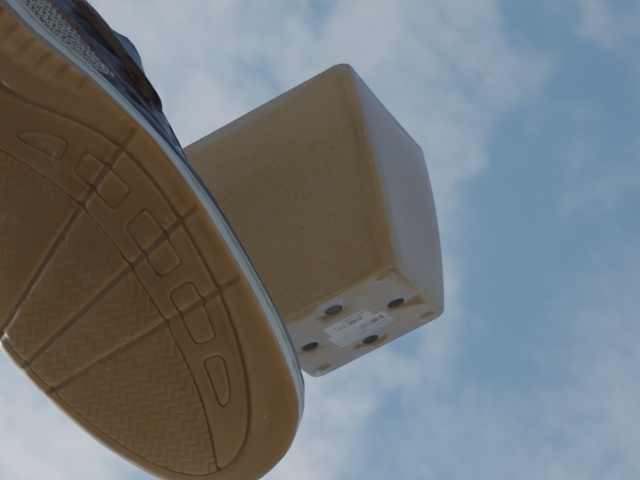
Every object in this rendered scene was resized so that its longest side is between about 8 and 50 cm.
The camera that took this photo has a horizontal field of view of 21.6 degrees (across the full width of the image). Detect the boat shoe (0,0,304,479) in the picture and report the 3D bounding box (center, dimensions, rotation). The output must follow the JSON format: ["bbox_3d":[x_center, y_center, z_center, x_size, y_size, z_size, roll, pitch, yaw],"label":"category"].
[{"bbox_3d":[-0.099,-0.038,0.607,0.285,0.092,0.103,48,-64,2],"label":"boat shoe"}]

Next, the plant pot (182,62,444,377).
[{"bbox_3d":[0.000,0.000,0.792,0.109,0.096,0.109,-28,-30,12],"label":"plant pot"}]
